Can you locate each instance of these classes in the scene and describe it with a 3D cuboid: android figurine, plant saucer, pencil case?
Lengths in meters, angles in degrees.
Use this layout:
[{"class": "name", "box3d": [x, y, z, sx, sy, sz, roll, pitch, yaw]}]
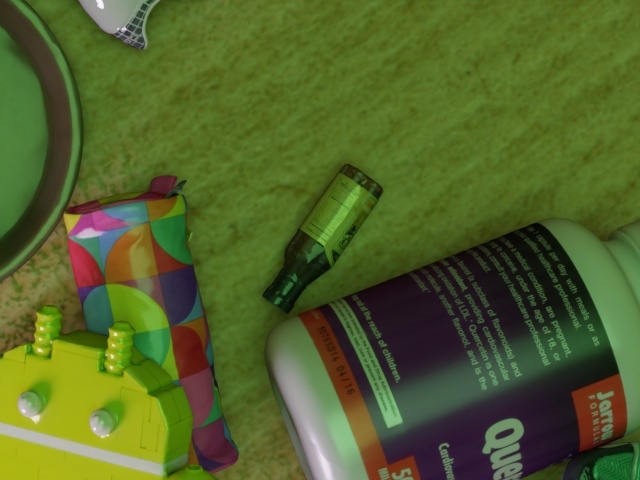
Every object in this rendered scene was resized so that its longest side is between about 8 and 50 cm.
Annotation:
[{"class": "android figurine", "box3d": [-0.186, 0.185, 1.322, 0.248, 0.056, 0.272, 13, 104, 21]}, {"class": "plant saucer", "box3d": [-0.324, -0.084, 1.361, 0.278, 0.041, 0.278, 0, 92, -7]}, {"class": "pencil case", "box3d": [-0.129, 0.071, 1.364, 0.104, 0.104, 0.236, -9, 94, -7]}]

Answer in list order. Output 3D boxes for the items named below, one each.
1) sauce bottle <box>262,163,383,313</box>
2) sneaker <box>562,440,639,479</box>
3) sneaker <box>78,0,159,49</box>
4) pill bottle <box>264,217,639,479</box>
[{"class": "sauce bottle", "box3d": [0.000, 0.000, 1.406, 0.042, 0.042, 0.128, 35, 90, -7]}, {"class": "sneaker", "box3d": [0.258, 0.203, 1.381, 0.224, 0.098, 0.083, 15, 83, -33]}, {"class": "sneaker", "box3d": [-0.099, -0.259, 1.371, 0.235, 0.090, 0.095, -46, 110, 0]}, {"class": "pill bottle", "box3d": [0.130, 0.096, 1.355, 0.323, 0.181, 0.181, -21, 95, -6]}]
